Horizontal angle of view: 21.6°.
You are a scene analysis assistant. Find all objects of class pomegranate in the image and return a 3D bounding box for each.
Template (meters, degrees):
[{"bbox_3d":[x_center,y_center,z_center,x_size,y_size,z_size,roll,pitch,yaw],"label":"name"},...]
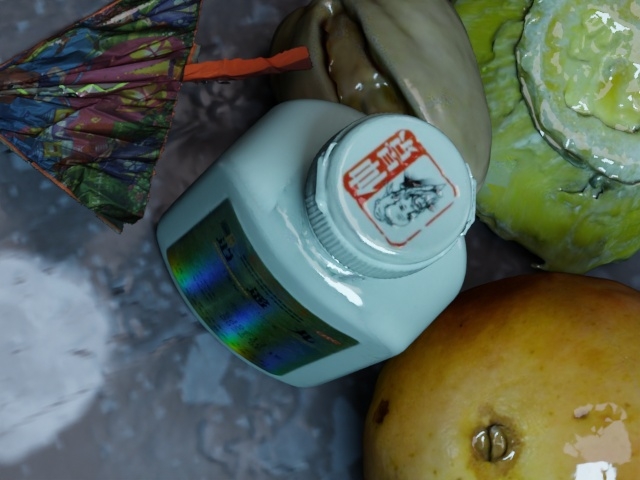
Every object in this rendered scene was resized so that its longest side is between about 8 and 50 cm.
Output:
[{"bbox_3d":[0.115,0.108,0.818,0.191,0.191,0.191,4,78,-17],"label":"pomegranate"}]

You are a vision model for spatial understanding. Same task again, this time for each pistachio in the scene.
[{"bbox_3d":[0.032,-0.072,0.865,0.113,0.113,0.149,-12,70,-19],"label":"pistachio"}]

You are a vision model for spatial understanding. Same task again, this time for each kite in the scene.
[{"bbox_3d":[-0.096,-0.086,0.842,0.189,0.009,0.232,-4,45,11],"label":"kite"}]

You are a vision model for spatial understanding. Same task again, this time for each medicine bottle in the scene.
[{"bbox_3d":[0.000,0.000,0.779,0.083,0.229,0.121,-43,94,-21],"label":"medicine bottle"}]

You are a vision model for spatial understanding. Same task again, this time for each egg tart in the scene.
[{"bbox_3d":[0.149,-0.083,0.924,0.197,0.078,0.197,4,76,-15],"label":"egg tart"}]
